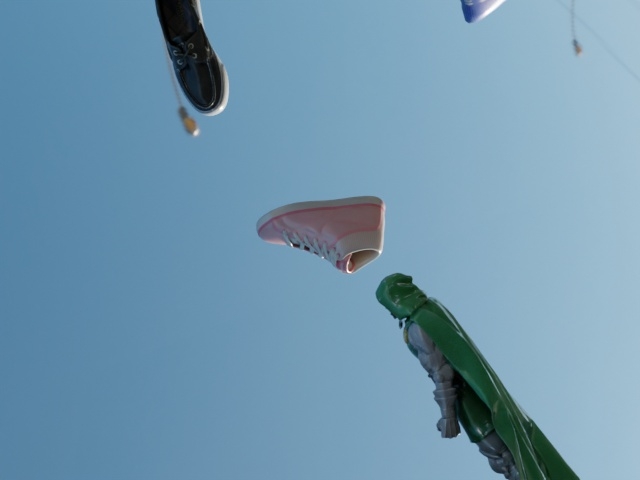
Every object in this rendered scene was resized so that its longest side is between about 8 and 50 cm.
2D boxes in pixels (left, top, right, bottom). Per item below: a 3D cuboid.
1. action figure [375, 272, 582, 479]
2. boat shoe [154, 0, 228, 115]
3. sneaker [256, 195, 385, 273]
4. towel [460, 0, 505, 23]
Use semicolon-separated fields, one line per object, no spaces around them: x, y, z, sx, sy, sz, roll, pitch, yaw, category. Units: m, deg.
0.117;0.123;0.688;0.232;0.063;0.137;56;-168;5;action figure
-0.128;-0.187;0.854;0.040;0.049;0.142;-16;-92;-75;boat shoe
0.000;0.000;0.894;0.051;0.134;0.070;61;-157;-62;sneaker
0.140;-0.244;0.312;0.040;0.243;0.336;57;177;30;towel
